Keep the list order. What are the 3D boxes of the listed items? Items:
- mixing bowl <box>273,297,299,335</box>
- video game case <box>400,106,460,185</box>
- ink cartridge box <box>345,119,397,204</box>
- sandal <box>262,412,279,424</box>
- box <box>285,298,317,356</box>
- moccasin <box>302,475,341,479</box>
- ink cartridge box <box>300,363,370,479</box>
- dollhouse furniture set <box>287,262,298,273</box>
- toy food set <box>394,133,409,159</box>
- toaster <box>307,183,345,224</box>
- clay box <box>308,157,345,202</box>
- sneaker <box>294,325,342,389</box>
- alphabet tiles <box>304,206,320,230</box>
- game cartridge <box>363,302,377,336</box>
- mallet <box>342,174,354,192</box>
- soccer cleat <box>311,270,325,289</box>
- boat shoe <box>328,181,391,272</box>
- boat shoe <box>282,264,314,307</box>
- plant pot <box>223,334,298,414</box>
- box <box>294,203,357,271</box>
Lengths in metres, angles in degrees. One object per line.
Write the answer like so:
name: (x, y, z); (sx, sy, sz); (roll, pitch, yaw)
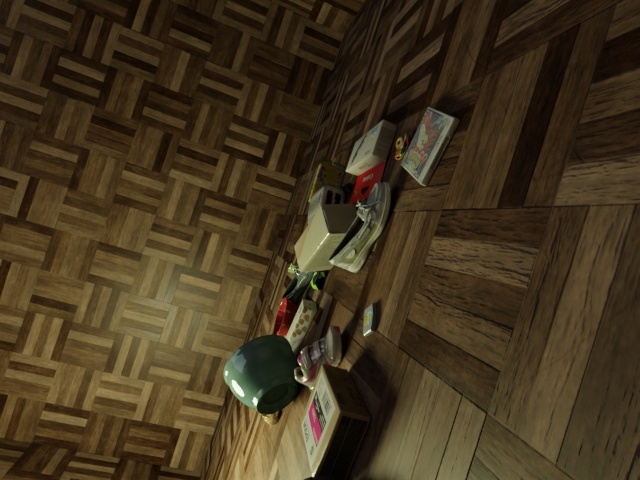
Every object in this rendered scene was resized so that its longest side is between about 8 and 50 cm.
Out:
mixing bowl: (-0.141, 0.360, 1.874); (0.181, 0.098, 0.181); (-163, 90, -77)
video game case: (0.292, -0.263, 1.119); (0.201, 0.023, 0.183); (-101, 32, -64)
ink cartridge box: (0.171, -0.286, 1.550); (0.296, 0.066, 0.261); (169, 119, -75)
sandal: (-0.203, 0.740, 1.730); (0.240, 0.088, 0.079); (118, 133, -61)
box: (-0.102, 0.400, 1.740); (0.067, 0.063, 0.324); (-100, 31, -67)
moccasin: (-0.036, 0.687, 0.941); (0.380, 0.139, 0.147); (-63, 22, 23)
ink cartridge box: (0.030, 0.469, 1.066); (0.235, 0.088, 0.193); (-136, 66, -75)
dollhouse furniture set: (-0.113, 0.138, 2.105); (0.058, 0.076, 0.151); (-88, 21, -51)
toy food set: (0.260, -0.298, 1.303); (0.082, 0.020, 0.083); (173, 115, -75)
toaster: (0.025, -0.137, 1.805); (0.146, 0.129, 0.226); (140, 145, -62)
clay box: (0.032, -0.271, 1.950); (0.053, 0.127, 0.222); (151, 136, -72)
sneaker: (-0.009, 0.375, 1.295); (0.103, 0.111, 0.252); (-105, 36, -67)
alphabet tiles: (0.000, 0.000, 1.743); (0.198, 0.009, 0.237); (64, 148, 19)
game cartridge: (0.137, 0.218, 1.125); (0.056, 0.017, 0.083); (-49, 26, 50)
mallet: (0.143, -0.290, 1.748); (0.062, 0.039, 0.189); (154, 138, -75)
soccer cleat: (-0.001, 0.121, 1.707); (0.072, 0.060, 0.178); (20, 106, 61)
boat shoe: (0.130, -0.044, 1.306); (0.118, 0.103, 0.320); (-97, 28, -61)
boat shoe: (-0.089, 0.169, 1.915); (0.116, 0.099, 0.319); (-103, 34, -66)
plant pot: (-0.206, 0.543, 1.590); (0.196, 0.293, 0.293); (47, 121, 45)
box: (0.023, -0.003, 1.536); (0.311, 0.148, 0.121); (-52, 46, 52)
